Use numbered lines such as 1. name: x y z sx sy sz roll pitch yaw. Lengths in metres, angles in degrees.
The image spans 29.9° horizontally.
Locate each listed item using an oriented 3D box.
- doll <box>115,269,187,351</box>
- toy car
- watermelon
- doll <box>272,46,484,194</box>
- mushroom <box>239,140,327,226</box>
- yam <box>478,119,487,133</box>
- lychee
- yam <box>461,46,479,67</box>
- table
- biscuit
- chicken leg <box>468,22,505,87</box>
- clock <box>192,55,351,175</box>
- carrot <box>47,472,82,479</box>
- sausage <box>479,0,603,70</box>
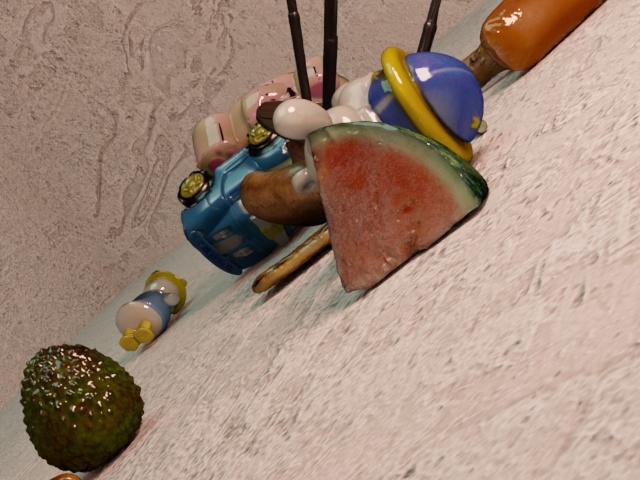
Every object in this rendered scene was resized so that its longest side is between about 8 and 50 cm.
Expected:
1. doll: -0.332 0.131 2.378 0.135 0.099 0.241 -62 -4 25
2. toy car: -0.097 -0.072 2.129 0.314 0.198 0.166 -35 41 12
3. watermelon: 0.069 -0.057 1.278 0.136 0.207 0.202 103 -170 -55
4. doll: 0.062 -0.153 1.454 0.243 0.159 0.311 -24 -22 26
5. mushroom: 0.005 -0.101 1.838 0.278 0.146 0.278 -17 5 2
6. yam: 0.212 -0.160 1.653 0.021 0.021 0.116 -40 8 4
7. lychee: -0.310 0.209 1.533 0.171 0.171 0.171 -39 7 6
8. yam: 0.326 -0.347 2.036 0.300 0.066 0.066 -41 7 -9
9. table: 0.042 -0.287 1.765 0.317 0.249 0.317 3 16 -1
10. biscuit: 0.000 0.000 1.737 0.247 0.029 0.118 -38 -2 11
11. chicken leg: 0.273 -0.290 1.927 0.198 0.085 0.069 -52 26 26
12. clock: -0.052 -0.188 2.238 0.309 0.284 0.114 -33 45 19
13. carrot: -0.339 0.318 1.501 0.043 0.043 0.248 -44 7 -28
14. sausage: 0.353 -0.363 1.823 0.274 0.105 0.105 -43 8 -17
